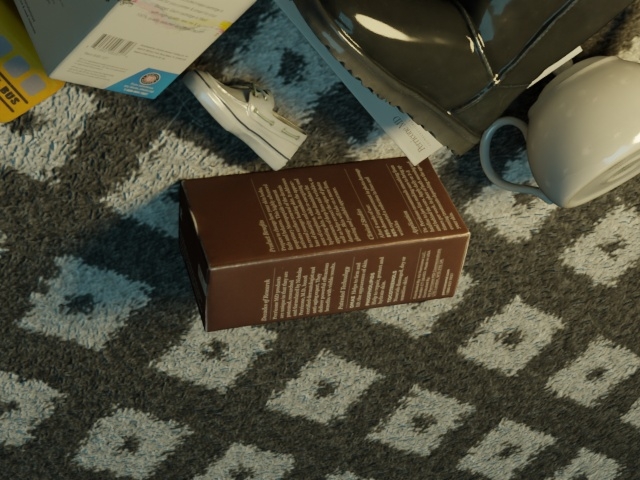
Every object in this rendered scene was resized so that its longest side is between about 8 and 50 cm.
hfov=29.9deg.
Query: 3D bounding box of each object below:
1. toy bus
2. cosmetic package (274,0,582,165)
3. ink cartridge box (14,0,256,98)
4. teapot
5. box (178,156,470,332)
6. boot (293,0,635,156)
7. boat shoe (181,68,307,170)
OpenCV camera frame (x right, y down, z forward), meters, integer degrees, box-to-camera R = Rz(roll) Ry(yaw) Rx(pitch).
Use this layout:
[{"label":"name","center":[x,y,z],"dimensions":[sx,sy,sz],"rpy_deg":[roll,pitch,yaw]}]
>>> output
[{"label":"toy bus","center":[-0.436,-0.277,1.345],"dimensions":[0.130,0.108,0.332],"rpy_deg":[-30,135,7]},{"label":"cosmetic package","center":[0.137,-0.302,1.560],"dimensions":[0.284,0.097,0.377],"rpy_deg":[-33,135,13]},{"label":"ink cartridge box","center":[-0.199,-0.300,1.322],"dimensions":[0.233,0.168,0.171],"rpy_deg":[-38,156,27]},{"label":"teapot","center":[0.387,-0.175,1.724],"dimensions":[0.256,0.187,0.252],"rpy_deg":[-26,166,-20]},{"label":"box","center":[0.000,0.000,1.723],"dimensions":[0.381,0.191,0.143],"rpy_deg":[-5,133,-16]},{"label":"boot","center":[0.226,-0.338,1.389],"dimensions":[0.445,0.146,0.367],"rpy_deg":[-40,141,18]},{"label":"boat shoe","center":[-0.098,-0.178,1.607],"dimensions":[0.076,0.083,0.226],"rpy_deg":[-44,145,5]}]
